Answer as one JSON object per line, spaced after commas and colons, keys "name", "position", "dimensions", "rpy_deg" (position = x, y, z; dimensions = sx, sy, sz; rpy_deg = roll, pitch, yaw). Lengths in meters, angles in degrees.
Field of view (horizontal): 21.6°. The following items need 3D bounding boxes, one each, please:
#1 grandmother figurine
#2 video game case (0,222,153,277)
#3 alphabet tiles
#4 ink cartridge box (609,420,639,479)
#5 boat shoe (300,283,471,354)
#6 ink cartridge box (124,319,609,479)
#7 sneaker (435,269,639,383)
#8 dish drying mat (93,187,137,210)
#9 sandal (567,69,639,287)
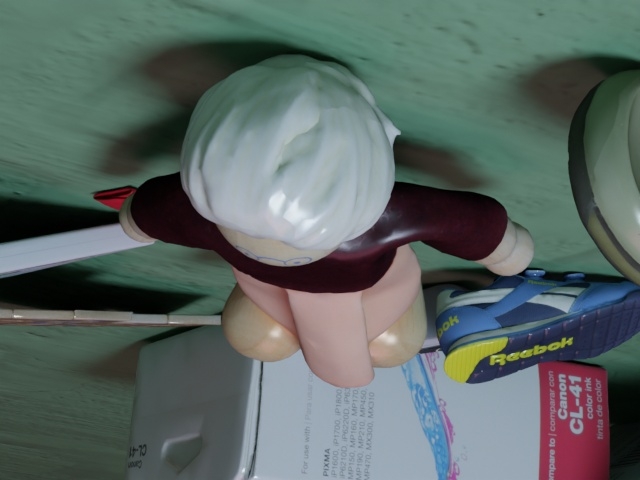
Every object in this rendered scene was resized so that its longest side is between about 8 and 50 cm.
{"name": "grandmother figurine", "position": [0.000, 0.000, 0.824], "dimensions": [0.208, 0.104, 0.342], "rpy_deg": [-6, 166, 5]}
{"name": "video game case", "position": [-0.199, 0.015, 0.973], "dimensions": [0.157, 0.019, 0.143], "rpy_deg": [-11, 180, -44]}
{"name": "alphabet tiles", "position": [-0.198, 0.052, 1.133], "dimensions": [0.237, 0.009, 0.198], "rpy_deg": [2, 175, -27]}
{"name": "ink cartridge box", "position": [0.296, 0.254, 1.300], "dimensions": [0.279, 0.160, 0.385], "rpy_deg": [-30, -177, -31]}
{"name": "boat shoe", "position": [0.049, 0.059, 1.111], "dimensions": [0.142, 0.049, 0.040], "rpy_deg": [-10, 160, 36]}
{"name": "ink cartridge box", "position": [0.034, 0.150, 1.286], "dimensions": [0.306, 0.131, 0.226], "rpy_deg": [14, 162, -27]}
{"name": "sneaker", "position": [0.137, 0.042, 1.030], "dimensions": [0.144, 0.059, 0.053], "rpy_deg": [-9, 139, -14]}
{"name": "dish drying mat", "position": [-0.089, -0.014, 0.958], "dimensions": [0.032, 0.008, 0.083], "rpy_deg": [-7, 161, 39]}
{"name": "sandal", "position": [0.239, -0.001, 0.731], "dimensions": [0.303, 0.120, 0.086], "rpy_deg": [15, 147, -33]}
